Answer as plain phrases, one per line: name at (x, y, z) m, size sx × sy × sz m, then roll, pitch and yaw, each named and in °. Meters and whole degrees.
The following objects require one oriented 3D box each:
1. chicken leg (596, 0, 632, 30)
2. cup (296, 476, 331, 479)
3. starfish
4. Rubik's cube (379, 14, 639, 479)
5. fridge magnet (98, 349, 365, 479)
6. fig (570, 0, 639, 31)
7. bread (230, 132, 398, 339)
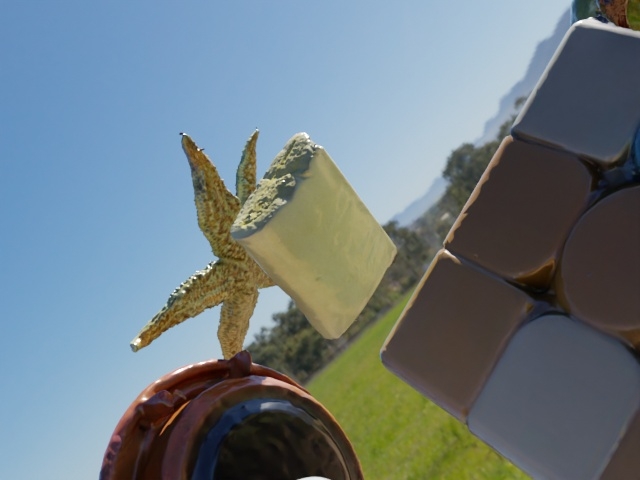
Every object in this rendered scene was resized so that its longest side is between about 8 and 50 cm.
chicken leg at (0.434, -0.371, 1.195) m, size 0.053 × 0.093 × 0.205 m, roll -52°, pitch -21°, yaw -22°
cup at (-0.106, 0.221, 0.372) m, size 0.323 × 0.237 × 0.327 m, roll -41°, pitch -3°, yaw -8°
starfish at (-0.107, 0.020, 1.104) m, size 0.358 × 0.078 × 0.347 m, roll 7°, pitch -88°, yaw -65°
Rubik's cube at (0.326, 0.074, 0.677) m, size 0.347 × 0.346 × 0.344 m, roll 33°, pitch 94°, yaw 51°
fridge magnet at (-0.086, 0.309, 0.990) m, size 0.155 × 0.364 × 0.363 m, roll -39°, pitch -1°, yaw 44°
fig at (0.517, -0.391, 1.478) m, size 0.167 × 0.167 × 0.233 m, roll -39°, pitch -15°, yaw -31°
bread at (0.000, 0.000, 0.850) m, size 0.060 × 0.178 × 0.139 m, roll 6°, pitch 56°, yaw 43°
